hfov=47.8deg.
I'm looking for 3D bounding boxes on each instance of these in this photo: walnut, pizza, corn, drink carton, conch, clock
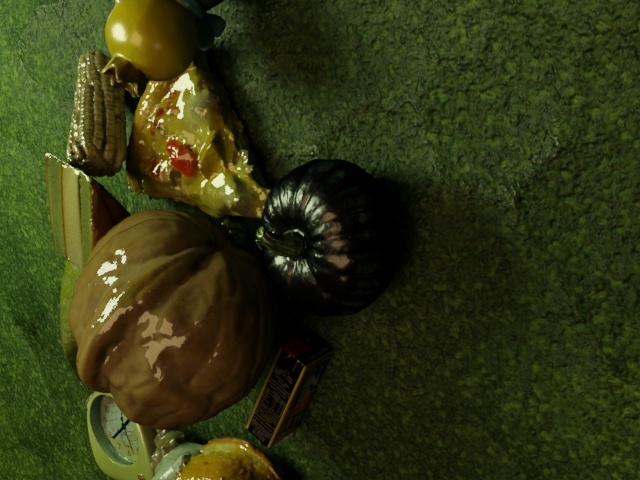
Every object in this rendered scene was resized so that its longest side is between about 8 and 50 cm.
[{"bbox_3d":[-0.196,0.103,0.965,0.296,0.285,0.285,46,126,26],"label":"walnut"},{"bbox_3d":[-0.158,-0.117,0.998,0.288,0.075,0.280,37,123,25],"label":"pizza"},{"bbox_3d":[-0.325,-0.188,1.071,0.087,0.087,0.210,-34,48,39],"label":"corn"},{"bbox_3d":[-0.046,0.208,1.015,0.056,0.071,0.165,35,121,21],"label":"drink carton"},{"bbox_3d":[-0.231,0.385,1.143,0.137,0.234,0.114,-12,138,7],"label":"conch"},{"bbox_3d":[-0.339,0.313,1.274,0.170,0.069,0.232,3,104,37],"label":"clock"}]

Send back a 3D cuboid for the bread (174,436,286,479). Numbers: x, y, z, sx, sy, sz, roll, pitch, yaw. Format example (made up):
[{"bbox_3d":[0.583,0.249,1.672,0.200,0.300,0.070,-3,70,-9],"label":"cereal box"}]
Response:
[{"bbox_3d":[-0.109,0.410,1.079,0.139,0.143,0.229,-26,90,40],"label":"bread"}]

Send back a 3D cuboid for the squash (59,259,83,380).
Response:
[{"bbox_3d":[-0.397,0.114,1.208,0.169,0.093,0.252,42,113,18],"label":"squash"}]

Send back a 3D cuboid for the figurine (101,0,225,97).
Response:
[{"bbox_3d":[-0.208,-0.300,0.903,0.185,0.127,0.234,37,96,20],"label":"figurine"}]

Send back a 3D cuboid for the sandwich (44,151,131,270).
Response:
[{"bbox_3d":[-0.313,-0.050,1.074,0.117,0.144,0.187,28,128,26],"label":"sandwich"}]

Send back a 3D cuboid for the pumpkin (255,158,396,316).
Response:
[{"bbox_3d":[0.010,-0.002,0.867,0.194,0.150,0.194,20,135,21],"label":"pumpkin"}]
